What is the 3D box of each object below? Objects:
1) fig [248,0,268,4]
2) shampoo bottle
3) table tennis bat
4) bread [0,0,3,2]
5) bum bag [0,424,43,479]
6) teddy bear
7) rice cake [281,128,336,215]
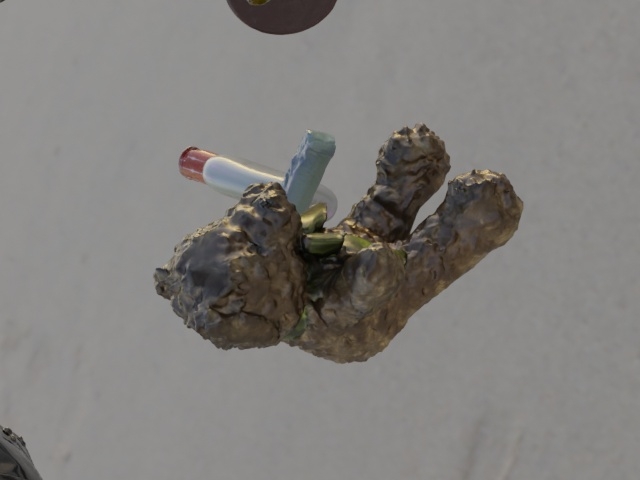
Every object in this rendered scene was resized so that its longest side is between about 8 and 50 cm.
[{"bbox_3d":[0.008,-0.288,1.406,0.275,0.206,0.206,-50,21,51],"label":"fig"},{"bbox_3d":[-0.085,-0.071,2.062,0.221,0.108,0.051,20,95,41],"label":"shampoo bottle"},{"bbox_3d":[-0.048,-0.385,2.057,0.021,0.154,0.274,-137,45,-77],"label":"table tennis bat"},{"bbox_3d":[-0.302,-0.149,1.208,0.169,0.140,0.160,92,-161,-55],"label":"bread"},{"bbox_3d":[-0.294,0.261,1.688,0.060,0.123,0.248,-49,54,6],"label":"bum bag"},{"bbox_3d":[0.005,-0.009,1.580,0.296,0.222,0.246,-51,43,-3],"label":"teddy bear"},{"bbox_3d":[-0.033,-0.040,1.752,0.030,0.042,0.180,-96,25,-50],"label":"rice cake"}]
